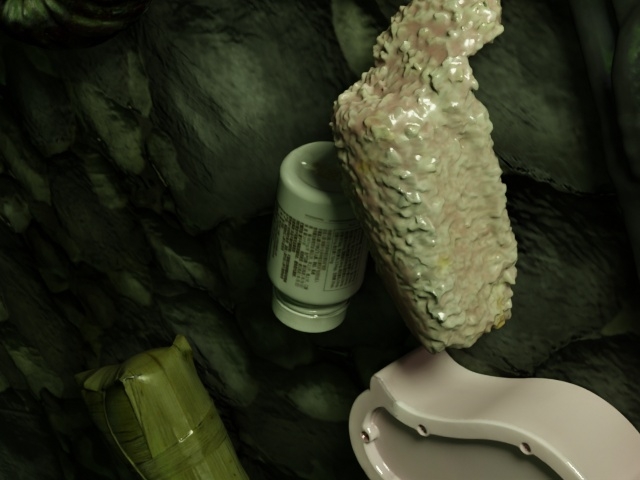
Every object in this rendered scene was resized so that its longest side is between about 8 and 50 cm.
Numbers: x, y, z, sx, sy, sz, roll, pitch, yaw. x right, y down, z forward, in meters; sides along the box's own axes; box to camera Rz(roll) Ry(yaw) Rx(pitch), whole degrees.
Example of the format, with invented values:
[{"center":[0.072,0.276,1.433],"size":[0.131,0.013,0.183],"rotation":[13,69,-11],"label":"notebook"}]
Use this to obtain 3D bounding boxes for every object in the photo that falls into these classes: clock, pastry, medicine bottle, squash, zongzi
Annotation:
[{"center":[0.150,0.233,1.097],"size":[0.275,0.080,0.290],"rotation":[24,128,35],"label":"clock"},{"center":[0.073,-0.037,0.986],"size":[0.103,0.112,0.265],"rotation":[24,129,49],"label":"pastry"},{"center":[0.000,0.000,1.106],"size":[0.079,0.079,0.140],"rotation":[33,134,28],"label":"medicine bottle"},{"center":[-0.209,-0.243,1.119],"size":[0.193,0.156,0.193],"rotation":[31,156,15],"label":"squash"},{"center":[-0.160,0.208,1.393],"size":[0.204,0.094,0.205],"rotation":[-18,100,54],"label":"zongzi"}]

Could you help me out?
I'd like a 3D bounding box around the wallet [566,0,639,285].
[{"center":[0.267,-0.056,0.831],"size":[0.247,0.041,0.323],"rotation":[1,116,47],"label":"wallet"}]
